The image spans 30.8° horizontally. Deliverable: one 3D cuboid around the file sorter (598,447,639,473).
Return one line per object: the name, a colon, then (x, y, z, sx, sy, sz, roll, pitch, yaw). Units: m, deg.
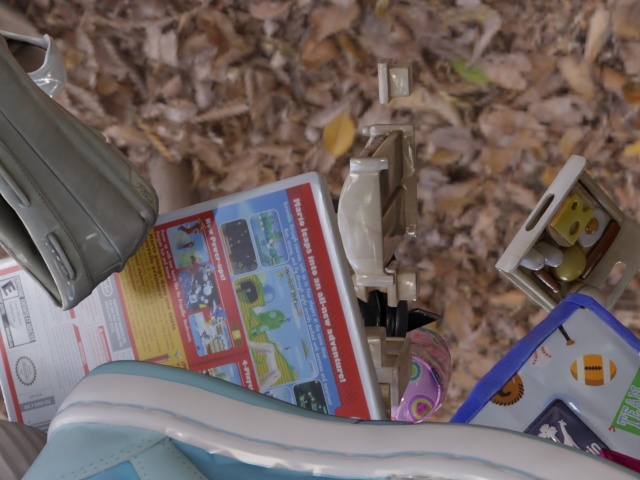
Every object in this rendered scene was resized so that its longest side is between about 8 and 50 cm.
file sorter: (0.393, 0.356, 1.136, 0.291, 0.182, 0.202, 19, -175, 7)

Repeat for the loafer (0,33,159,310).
loafer: (-0.231, -0.072, 0.722, 0.112, 0.111, 0.319, 11, 153, 50)

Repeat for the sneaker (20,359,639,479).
sneaker: (-0.011, 0.165, 0.404, 0.319, 0.208, 0.127, 5, 133, 33)

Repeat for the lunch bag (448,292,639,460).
lunch bag: (0.305, 0.301, 1.411, 0.385, 0.328, 0.239, 54, 163, -25)

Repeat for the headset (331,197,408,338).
headset: (0.015, 0.138, 1.443, 0.185, 0.243, 0.394, 23, 135, 65)

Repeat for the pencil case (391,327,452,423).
pencil case: (0.134, 0.200, 1.756, 0.124, 0.124, 0.284, 8, -176, 10)

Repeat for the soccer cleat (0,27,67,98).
soccer cleat: (-0.293, -0.134, 0.885, 0.196, 0.068, 0.076, -4, 155, -12)

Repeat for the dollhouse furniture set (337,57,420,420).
dollhouse furniture set: (0.000, 0.000, 1.257, 0.174, 0.303, 0.355, 0, 105, 13)

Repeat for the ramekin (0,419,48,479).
ramekin: (-0.216, 0.203, 0.697, 0.109, 0.207, 0.207, 46, 169, 35)

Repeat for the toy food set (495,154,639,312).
toy food set: (0.434, 0.017, 1.924, 0.092, 0.219, 0.306, 33, 178, 43)

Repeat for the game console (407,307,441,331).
game console: (0.101, 0.104, 1.706, 0.107, 0.071, 0.122, 37, -174, 25)

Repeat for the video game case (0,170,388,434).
video game case: (-0.108, 0.083, 0.866, 0.285, 0.204, 0.025, -15, 177, 14)
